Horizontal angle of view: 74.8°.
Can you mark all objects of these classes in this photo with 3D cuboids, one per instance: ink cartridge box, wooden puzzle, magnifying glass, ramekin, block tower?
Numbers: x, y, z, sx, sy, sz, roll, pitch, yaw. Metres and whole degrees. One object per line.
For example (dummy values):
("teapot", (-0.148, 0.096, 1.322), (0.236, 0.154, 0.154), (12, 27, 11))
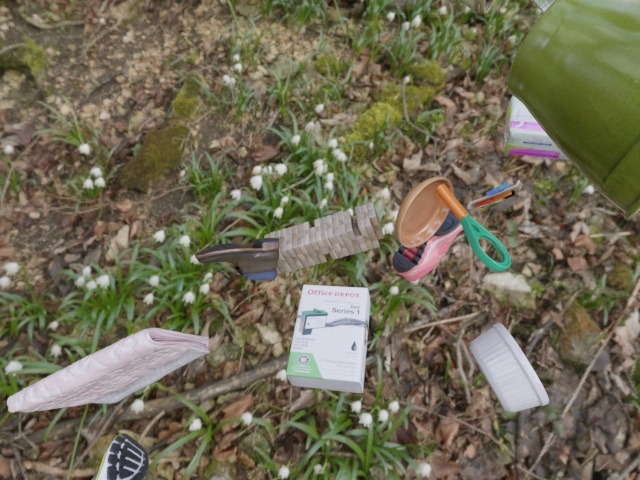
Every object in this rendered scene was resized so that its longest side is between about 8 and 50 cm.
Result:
("ink cartridge box", (0.024, 0.215, 0.945), (0.160, 0.093, 0.219), (1, 55, 12))
("wooden puzzle", (0.241, -0.059, 0.576), (0.116, 0.078, 0.014), (-8, 73, -55))
("magnifying glass", (0.330, -0.030, 0.920), (0.092, 0.026, 0.231), (-13, 64, -41))
("ramekin", (0.576, 0.405, 1.312), (0.273, 0.127, 0.273), (59, 9, -15))
("block tower", (0.000, 0.000, 1.154), (0.335, 0.097, 0.091), (-18, 41, 12))

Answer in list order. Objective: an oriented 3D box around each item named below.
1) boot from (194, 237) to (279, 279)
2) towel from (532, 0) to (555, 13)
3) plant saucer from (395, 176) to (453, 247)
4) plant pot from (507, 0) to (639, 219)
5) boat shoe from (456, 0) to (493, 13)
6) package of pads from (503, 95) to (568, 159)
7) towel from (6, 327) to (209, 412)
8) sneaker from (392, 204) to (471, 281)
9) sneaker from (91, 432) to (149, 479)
("boot", (-0.200, 0.060, 1.049), (0.219, 0.106, 0.082), (-9, 14, -28))
("towel", (0.709, -0.731, 1.256), (0.152, 0.113, 0.023), (21, 65, -31))
("plant saucer", (0.261, -0.074, 1.073), (0.200, 0.200, 0.037), (-8, 36, -41))
("plant pot", (0.565, -0.289, 0.779), (0.366, 0.366, 0.353), (-14, 53, -45))
("boat shoe", (0.374, -0.622, 0.853), (0.104, 0.285, 0.089), (-28, 63, -27))
("package of pads", (0.777, -0.409, 1.487), (0.229, 0.101, 0.297), (11, 48, 19))
("towel", (-0.464, 0.309, 0.987), (0.053, 0.331, 0.317), (63, 2, 20))
("sneaker", (0.369, 0.009, 1.380), (0.116, 0.314, 0.136), (46, -1, 42))
("sneaker", (-0.463, 0.540, 0.881), (0.111, 0.121, 0.300), (51, 9, -17))
